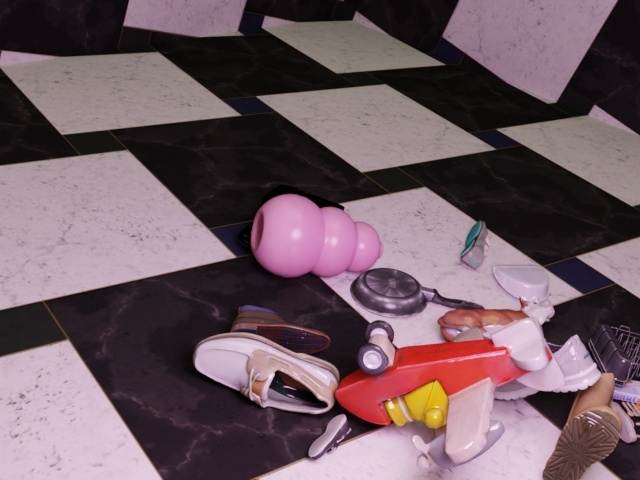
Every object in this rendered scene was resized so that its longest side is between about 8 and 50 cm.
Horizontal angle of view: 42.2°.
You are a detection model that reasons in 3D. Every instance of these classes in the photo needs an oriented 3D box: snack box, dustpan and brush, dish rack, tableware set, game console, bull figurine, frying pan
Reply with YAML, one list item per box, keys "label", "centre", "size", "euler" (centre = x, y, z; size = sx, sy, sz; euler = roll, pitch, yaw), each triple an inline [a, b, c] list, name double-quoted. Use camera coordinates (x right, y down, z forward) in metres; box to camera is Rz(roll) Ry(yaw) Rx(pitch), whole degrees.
- label: "snack box"
  centre: [0.683, 0.337, 1.883]
  size: [0.178, 0.022, 0.064]
  euler: [11, 26, -1]
- label: "dustpan and brush"
  centre: [0.551, 0.136, 2.165]
  size: [0.147, 0.060, 0.211]
  euler: [1, 24, -14]
- label: "dish rack"
  centre: [0.784, 0.286, 1.939]
  size: [0.271, 0.074, 0.208]
  euler: [15, 22, -1]
- label: "tableware set"
  centre: [0.720, 0.405, 1.784]
  size: [0.104, 0.024, 0.154]
  euler: [6, 29, -16]
- label: "game console"
  centre: [-0.092, -0.049, 2.265]
  size: [0.213, 0.044, 0.361]
  euler: [21, 32, 16]
- label: "bull figurine"
  centre: [0.428, 0.212, 1.927]
  size: [0.310, 0.101, 0.188]
  euler: [-3, 24, -20]
- label: "frying pan"
  centre: [0.231, 0.144, 2.045]
  size: [0.326, 0.053, 0.197]
  euler: [18, 31, 17]

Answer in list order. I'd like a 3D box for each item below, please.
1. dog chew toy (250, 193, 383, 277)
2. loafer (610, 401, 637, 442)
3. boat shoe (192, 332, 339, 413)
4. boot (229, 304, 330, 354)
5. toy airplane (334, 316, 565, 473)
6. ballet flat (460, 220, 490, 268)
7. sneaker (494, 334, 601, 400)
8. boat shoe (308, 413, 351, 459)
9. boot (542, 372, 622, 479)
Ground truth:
- label: "dog chew toy"
  centre: [0.000, 0.000, 2.068]
  size: [0.331, 0.207, 0.207]
  euler: [9, 29, -20]
- label: "loafer"
  centre: [0.646, 0.384, 1.775]
  size: [0.039, 0.045, 0.125]
  euler: [8, 26, -19]
- label: "boat shoe"
  centre: [-0.110, 0.266, 1.647]
  size: [0.302, 0.113, 0.103]
  euler: [12, 24, -1]
- label: "boot"
  centre: [-0.088, 0.188, 1.821]
  size: [0.219, 0.082, 0.106]
  euler: [6, 33, -5]
- label: "toy airplane"
  centre: [0.273, 0.286, 1.581]
  size: [0.386, 0.273, 0.384]
  euler: [-19, 16, -32]
- label: "ballet flat"
  centre: [0.442, 0.016, 2.328]
  size: [0.068, 0.072, 0.213]
  euler: [41, 33, -3]
- label: "sneaker"
  centre: [0.444, 0.259, 1.739]
  size: [0.281, 0.115, 0.105]
  euler: [-18, 0, 39]
- label: "boat shoe"
  centre: [0.020, 0.379, 1.571]
  size: [0.046, 0.038, 0.125]
  euler: [-23, 11, 33]
- label: "boot"
  centre: [0.532, 0.338, 1.628]
  size: [0.089, 0.236, 0.269]
  euler: [36, 39, 12]
